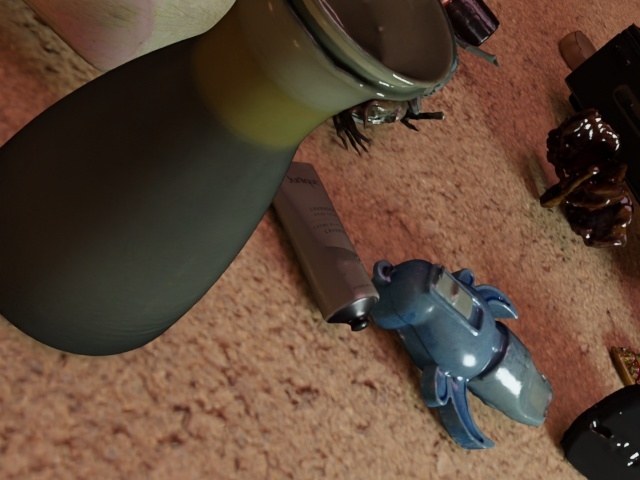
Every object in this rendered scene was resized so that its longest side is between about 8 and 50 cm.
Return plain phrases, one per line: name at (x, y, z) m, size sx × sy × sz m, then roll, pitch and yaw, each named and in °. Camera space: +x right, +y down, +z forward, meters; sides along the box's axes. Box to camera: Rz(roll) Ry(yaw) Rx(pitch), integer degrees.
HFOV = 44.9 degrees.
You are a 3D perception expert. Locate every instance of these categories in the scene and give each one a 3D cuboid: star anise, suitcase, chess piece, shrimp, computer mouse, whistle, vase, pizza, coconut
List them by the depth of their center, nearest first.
vase at (-0.078, -0.060, 0.471) m, size 0.173 × 0.321 × 0.173 m, roll 24°, pitch 50°, yaw -32°
coconut at (-0.138, -0.244, 0.612) m, size 0.230 × 0.227 × 0.227 m, roll 46°, pitch 41°, yaw -14°
whistle at (0.145, 0.103, 0.781) m, size 0.269 × 0.093 × 0.180 m, roll 44°, pitch 48°, yaw -25°
shrimp at (0.089, -0.190, 0.843) m, size 0.137 × 0.172 × 0.372 m, roll 52°, pitch 33°, yaw -14°
computer mouse at (0.375, 0.251, 0.886) m, size 0.217 × 0.122 × 0.073 m, roll 37°, pitch 20°, yaw -23°
pizza at (0.434, 0.178, 1.060) m, size 0.099 × 0.029 × 0.100 m, roll 43°, pitch 42°, yaw -15°
star anise at (0.370, -0.086, 1.092) m, size 0.220 × 0.125 × 0.190 m, roll 55°, pitch 33°, yaw -40°
suitcase at (0.569, -0.137, 1.216) m, size 0.283 × 0.194 × 0.434 m, roll 23°, pitch 37°, yaw -39°
chess piece at (0.484, -0.350, 1.445) m, size 0.083 × 0.038 × 0.084 m, roll 26°, pitch 49°, yaw -35°

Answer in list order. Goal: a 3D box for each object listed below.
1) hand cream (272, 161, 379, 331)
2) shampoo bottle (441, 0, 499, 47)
hand cream at (0.000, 0.000, 0.726) m, size 0.087 × 0.054 × 0.186 m, roll 0°, pitch 59°, yaw -50°
shampoo bottle at (0.141, -0.383, 1.069) m, size 0.278 × 0.104 × 0.104 m, roll 46°, pitch 41°, yaw -13°
